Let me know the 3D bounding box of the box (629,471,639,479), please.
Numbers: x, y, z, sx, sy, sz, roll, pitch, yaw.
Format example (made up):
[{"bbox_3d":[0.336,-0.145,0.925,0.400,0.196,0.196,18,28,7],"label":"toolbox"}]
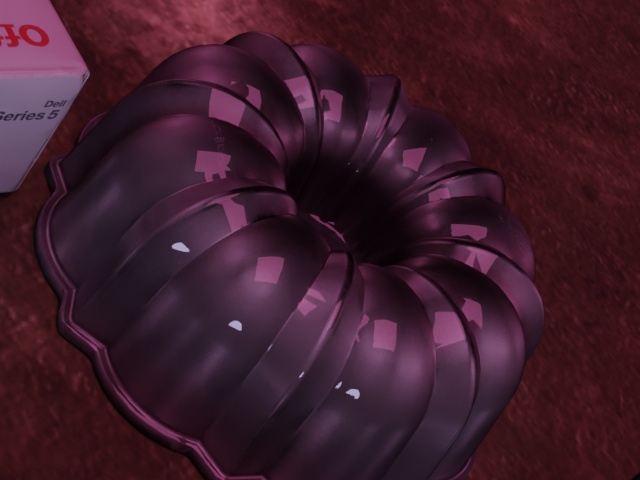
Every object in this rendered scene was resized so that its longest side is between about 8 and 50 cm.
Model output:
[{"bbox_3d":[0.199,0.180,0.980,0.077,0.147,0.180,49,39,12],"label":"box"}]

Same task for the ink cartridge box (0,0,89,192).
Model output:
[{"bbox_3d":[-0.284,-0.156,0.940,0.198,0.115,0.273,-6,56,-43],"label":"ink cartridge box"}]

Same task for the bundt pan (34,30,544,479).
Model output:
[{"bbox_3d":[0.000,0.000,1.016,0.330,0.124,0.331,22,41,-20],"label":"bundt pan"}]
